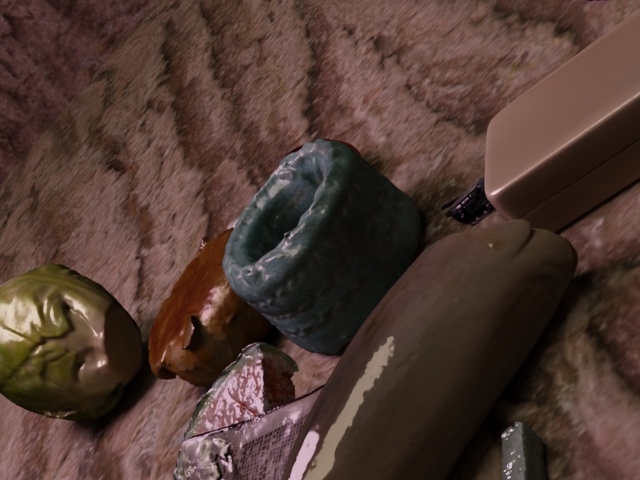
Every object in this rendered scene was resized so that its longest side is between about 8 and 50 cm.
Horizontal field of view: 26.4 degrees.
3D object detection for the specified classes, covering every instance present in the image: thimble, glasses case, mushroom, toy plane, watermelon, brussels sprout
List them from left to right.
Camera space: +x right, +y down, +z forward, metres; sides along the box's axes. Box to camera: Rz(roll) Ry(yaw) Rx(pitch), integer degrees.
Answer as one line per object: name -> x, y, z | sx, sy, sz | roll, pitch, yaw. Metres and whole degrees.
brussels sprout -> -0.358, 0.144, 1.866 | 0.244, 0.244, 0.244 | -41, 24, 23
watermelon -> -0.070, 0.208, 1.427 | 0.187, 0.071, 0.139 | -57, 38, 15
thimble -> 0.000, 0.000, 1.505 | 0.198, 0.143, 0.235 | -34, 26, 34
mushroom -> 0.062, 0.150, 1.174 | 0.154, 0.137, 0.407 | 12, 58, 51
toy plane -> 0.171, -0.055, 1.415 | 0.120, 0.031, 0.049 | -43, 15, 26
glasses case -> 0.297, -0.140, 1.244 | 0.336, 0.076, 0.144 | -35, 27, 33

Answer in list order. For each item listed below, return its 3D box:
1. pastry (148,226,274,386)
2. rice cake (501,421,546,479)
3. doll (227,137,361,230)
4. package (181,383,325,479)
pastry -> -0.122, 0.078, 1.668 | 0.229, 0.100, 0.218 | -59, 19, -6
rice cake -> 0.155, 0.206, 1.033 | 0.029, 0.033, 0.171 | -34, 26, 26
doll -> -0.026, -0.071, 1.724 | 0.183, 0.085, 0.217 | -39, 11, -24
package -> -0.054, 0.236, 1.323 | 0.239, 0.030, 0.154 | -29, 56, 41
